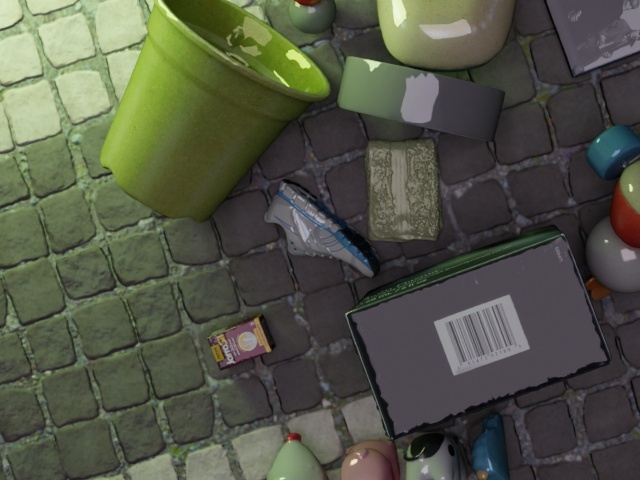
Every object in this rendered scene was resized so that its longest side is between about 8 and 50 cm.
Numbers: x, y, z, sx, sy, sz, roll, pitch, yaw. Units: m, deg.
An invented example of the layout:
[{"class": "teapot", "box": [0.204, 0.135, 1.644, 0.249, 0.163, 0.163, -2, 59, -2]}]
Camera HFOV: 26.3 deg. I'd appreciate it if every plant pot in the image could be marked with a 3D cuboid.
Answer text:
[{"class": "plant pot", "box": [-0.166, -0.174, 1.878, 0.276, 0.276, 0.254, 34, 109, 3]}]

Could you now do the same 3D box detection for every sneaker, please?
[{"class": "sneaker", "box": [0.000, 0.000, 1.957, 0.190, 0.071, 0.083, 40, 104, 11]}]

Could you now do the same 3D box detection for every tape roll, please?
[{"class": "tape roll", "box": [0.134, -0.190, 1.844, 0.219, 0.219, 0.072, 13, 96, 6]}]

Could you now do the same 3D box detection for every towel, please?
[{"class": "towel", "box": [0.118, -0.071, 1.952, 0.110, 0.027, 0.148, -2, 94, 6]}]

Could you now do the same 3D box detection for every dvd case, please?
[{"class": "dvd case", "box": [0.431, -0.350, 1.892, 0.238, 0.029, 0.179, -20, 92, 7]}]

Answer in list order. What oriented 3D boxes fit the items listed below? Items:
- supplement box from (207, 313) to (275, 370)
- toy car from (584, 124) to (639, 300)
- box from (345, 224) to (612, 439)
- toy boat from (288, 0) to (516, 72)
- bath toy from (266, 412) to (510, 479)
[{"class": "supplement box", "box": [-0.114, 0.147, 1.988, 0.083, 0.043, 0.055, -22, 93, 8]}, {"class": "toy car", "box": [0.446, -0.008, 1.863, 0.219, 0.210, 0.238, 54, 137, 25]}, {"class": "box", "box": [0.207, 0.110, 1.820, 0.296, 0.294, 0.183, -20, 90, 8]}, {"class": "toy boat", "box": [0.108, -0.338, 1.871, 0.318, 0.148, 0.268, 4, 62, 9]}, {"class": "bath toy", "box": [0.089, 0.319, 1.938, 0.348, 0.151, 0.129, -9, 55, 10]}]
